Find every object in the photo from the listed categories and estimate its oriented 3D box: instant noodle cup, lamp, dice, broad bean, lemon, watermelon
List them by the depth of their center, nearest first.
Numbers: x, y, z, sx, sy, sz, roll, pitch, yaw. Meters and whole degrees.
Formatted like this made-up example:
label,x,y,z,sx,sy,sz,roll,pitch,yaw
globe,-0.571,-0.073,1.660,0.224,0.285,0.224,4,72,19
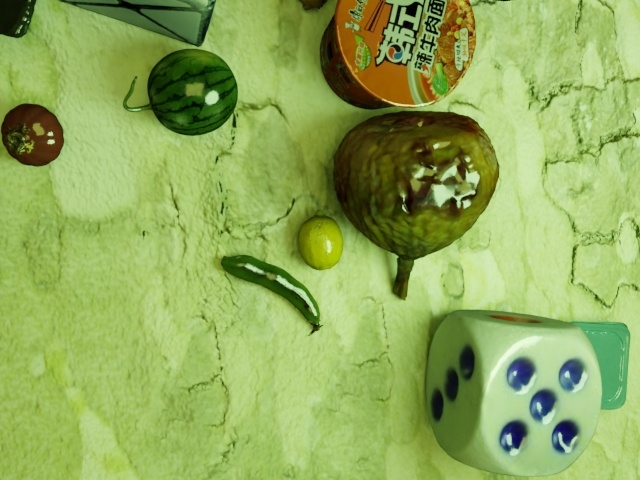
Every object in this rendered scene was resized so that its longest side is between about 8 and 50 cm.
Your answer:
label,x,y,z,sx,sy,sz,roll,pitch,yaw
lamp,-0.457,-0.167,1.050,0.101,0.090,0.101,7,112,17
watermelon,-0.230,-0.239,1.087,0.187,0.140,0.141,-17,96,-11
instant noodle cup,0.117,-0.342,1.151,0.250,0.192,0.251,-1,92,-15
lemon,0.000,0.000,1.187,0.082,0.082,0.111,-9,96,-15
broad bean,-0.077,0.087,1.190,0.226,0.039,0.069,40,87,-14
dice,0.341,0.264,1.199,0.243,0.259,0.251,6,91,-14
instant noodle cup,0.545,0.251,1.353,0.157,0.070,0.179,4,91,-14

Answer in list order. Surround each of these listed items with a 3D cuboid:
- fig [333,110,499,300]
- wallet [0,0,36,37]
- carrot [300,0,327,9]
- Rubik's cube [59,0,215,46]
label,x,y,z,sx,sy,sz,roll,pitch,yaw
fig,0.170,-0.047,1.176,0.286,0.286,0.369,-16,126,-15
wallet,-0.552,-0.397,0.996,0.285,0.030,0.146,15,84,8
carrot,0.050,-0.531,1.179,0.102,0.102,0.263,45,79,-12
Rubik's cube,-0.264,-0.474,1.010,0.254,0.260,0.259,17,85,-14
